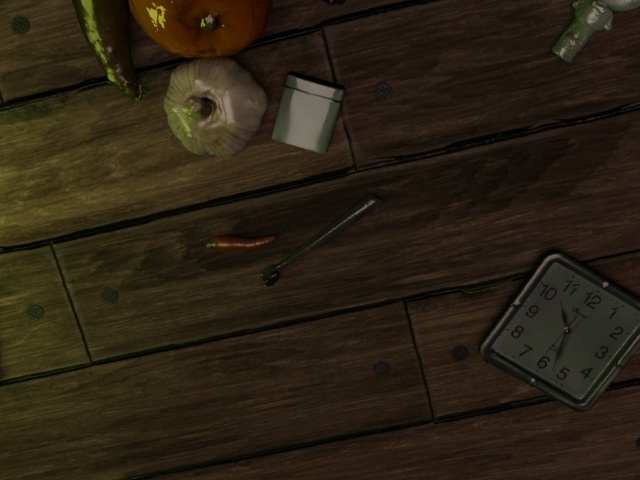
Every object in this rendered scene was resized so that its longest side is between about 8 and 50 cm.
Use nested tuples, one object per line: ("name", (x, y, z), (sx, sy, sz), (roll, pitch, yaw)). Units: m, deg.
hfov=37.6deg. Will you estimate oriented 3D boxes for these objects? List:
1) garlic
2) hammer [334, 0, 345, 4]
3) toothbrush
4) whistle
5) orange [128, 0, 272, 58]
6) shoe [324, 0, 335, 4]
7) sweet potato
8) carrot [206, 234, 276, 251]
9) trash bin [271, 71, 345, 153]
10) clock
("garlic", (-0.200, -0.240, 1.726), (0.199, 0.226, 0.199), (1, 102, 4))
("hammer", (0.089, -0.486, 1.555), (0.103, 0.029, 0.246), (45, 71, -18))
("toothbrush", (0.000, 0.000, 1.892), (0.297, 0.030, 0.030), (-36, 128, 12))
("whistle", (0.516, -0.437, 1.702), (0.126, 0.067, 0.258), (38, 111, 5))
("orange", (-0.210, -0.446, 1.643), (0.261, 0.261, 0.261), (1, 108, 3))
("shoe", (-0.020, -0.524, 1.703), (0.106, 0.091, 0.207), (-18, 110, 30))
("sweet potato", (-0.396, -0.458, 1.698), (0.131, 0.130, 0.422), (-1, 120, 4))
("carrot", (-0.161, 0.005, 1.902), (0.142, 0.035, 0.035), (-2, 108, -3))
("trash bin", (-0.024, -0.245, 1.799), (0.116, 0.059, 0.129), (17, 109, 0))
("clock", (0.499, 0.186, 1.907), (0.273, 0.049, 0.278), (31, 107, -7))
